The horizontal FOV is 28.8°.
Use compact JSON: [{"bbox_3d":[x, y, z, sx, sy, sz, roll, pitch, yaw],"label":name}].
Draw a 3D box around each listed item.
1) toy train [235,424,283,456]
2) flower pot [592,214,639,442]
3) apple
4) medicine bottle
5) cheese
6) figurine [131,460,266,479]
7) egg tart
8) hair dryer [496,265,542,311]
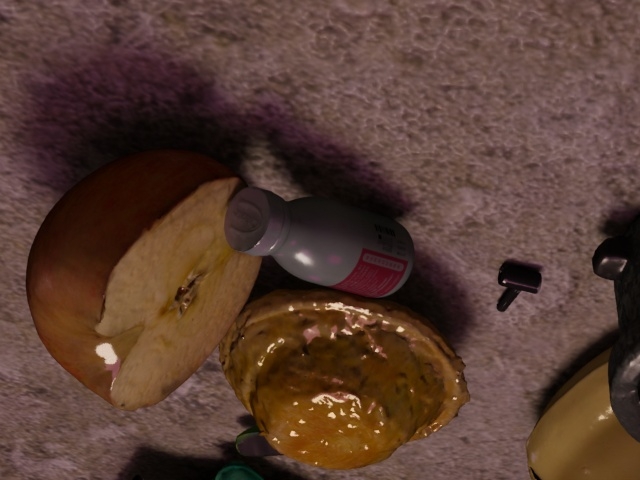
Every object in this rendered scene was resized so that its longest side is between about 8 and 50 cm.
[{"bbox_3d":[-0.012,0.264,1.711,0.209,0.042,0.044,-6,117,14],"label":"toy train"},{"bbox_3d":[0.431,0.101,1.284,0.299,0.283,0.299,3,142,2],"label":"flower pot"},{"bbox_3d":[-0.198,0.018,1.311,0.163,0.251,0.293,32,146,21],"label":"apple"},{"bbox_3d":[0.000,0.000,1.304,0.090,0.090,0.217,-30,148,35],"label":"medicine bottle"},{"bbox_3d":[0.401,0.252,1.602,0.259,0.128,0.316,28,130,-15],"label":"cheese"},{"bbox_3d":[-0.131,0.462,1.840,0.340,0.231,0.323,14,115,-22],"label":"figurine"},{"bbox_3d":[0.021,0.181,1.475,0.319,0.128,0.319,7,144,5],"label":"egg tart"},{"bbox_3d":[0.223,0.059,1.458,0.047,0.026,0.083,14,147,-8],"label":"hair dryer"}]
